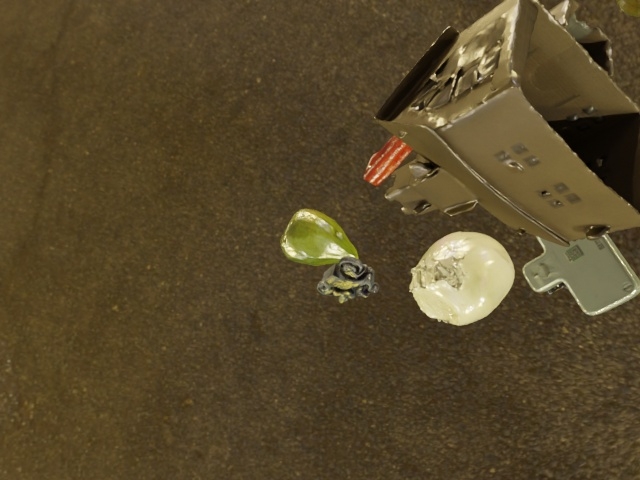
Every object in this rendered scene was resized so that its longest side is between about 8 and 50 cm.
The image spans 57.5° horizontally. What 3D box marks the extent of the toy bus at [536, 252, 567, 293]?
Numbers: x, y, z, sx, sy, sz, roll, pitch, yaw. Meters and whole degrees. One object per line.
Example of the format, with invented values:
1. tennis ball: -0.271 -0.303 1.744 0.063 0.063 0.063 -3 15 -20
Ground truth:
1. toy bus: 0.720 0.060 1.664 0.200 0.098 0.114 -29 57 15

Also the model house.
1. model house: 0.169 -0.109 0.608 0.243 0.211 0.205 -26 37 50

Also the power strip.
1. power strip: 0.540 0.042 1.275 0.193 0.059 0.265 -37 68 30

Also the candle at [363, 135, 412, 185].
1. candle: 0.174 -0.205 0.990 0.329 0.051 0.048 -47 12 40

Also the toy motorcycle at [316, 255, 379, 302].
1. toy motorcycle: 0.072 0.097 1.347 0.193 0.124 0.061 129 160 -55

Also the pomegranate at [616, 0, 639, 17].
1. pomegranate: 0.709 -0.592 1.294 0.131 0.152 0.191 -36 71 14

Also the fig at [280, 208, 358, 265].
1. fig: -0.015 -0.004 1.739 0.233 0.167 0.167 17 88 39

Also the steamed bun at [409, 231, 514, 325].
1. steamed bun: 0.452 0.098 1.908 0.312 0.233 0.333 -46 23 -25
